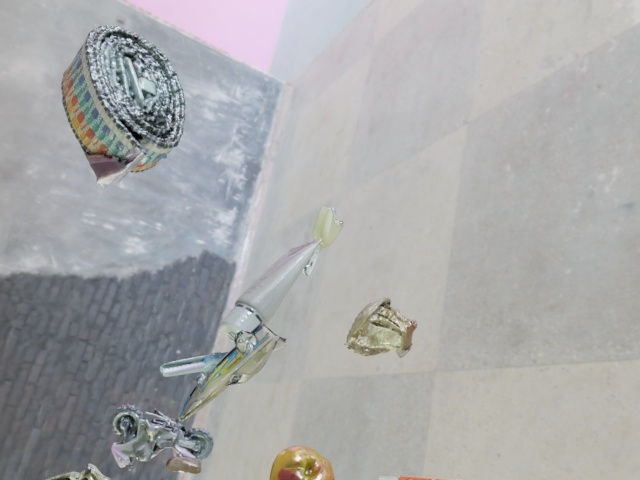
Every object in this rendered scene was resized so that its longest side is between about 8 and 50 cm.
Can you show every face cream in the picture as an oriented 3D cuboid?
[{"bbox_3d":[-0.117,0.108,1.387,0.143,0.089,0.314,-21,28,52],"label":"face cream"}]

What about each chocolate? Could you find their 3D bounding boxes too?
[{"bbox_3d":[-0.381,0.623,1.642,0.064,0.100,0.031,-157,80,-80],"label":"chocolate"}]

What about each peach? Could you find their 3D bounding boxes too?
[{"bbox_3d":[-0.042,0.500,1.213,0.138,0.138,0.138,-47,32,41],"label":"peach"}]

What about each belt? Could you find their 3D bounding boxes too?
[{"bbox_3d":[-0.388,-0.262,1.165,0.160,0.206,0.295,-32,77,39],"label":"belt"}]

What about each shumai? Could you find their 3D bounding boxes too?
[{"bbox_3d":[0.131,0.188,1.176,0.116,0.145,0.146,32,102,28],"label":"shumai"}]

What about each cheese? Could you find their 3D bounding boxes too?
[{"bbox_3d":[0.001,0.000,1.675,0.127,0.049,0.235,72,-142,-54],"label":"cheese"}]

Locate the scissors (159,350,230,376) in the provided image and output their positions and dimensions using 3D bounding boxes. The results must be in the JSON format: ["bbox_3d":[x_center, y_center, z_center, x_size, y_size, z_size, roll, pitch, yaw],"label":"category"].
[{"bbox_3d":[-0.247,0.282,1.359,0.125,0.255,0.030,-51,54,40],"label":"scissors"}]

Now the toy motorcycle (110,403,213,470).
[{"bbox_3d":[-0.504,0.635,1.811,0.143,0.326,0.188,-175,105,-85],"label":"toy motorcycle"}]

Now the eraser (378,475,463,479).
[{"bbox_3d":[0.257,0.687,1.519,0.157,0.230,0.038,-65,-30,-62],"label":"eraser"}]

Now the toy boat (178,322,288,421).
[{"bbox_3d":[-0.146,0.209,0.920,0.210,0.066,0.084,-43,-12,-3],"label":"toy boat"}]

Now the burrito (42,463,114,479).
[{"bbox_3d":[-0.616,0.644,1.305,0.190,0.331,0.135,63,155,23],"label":"burrito"}]
